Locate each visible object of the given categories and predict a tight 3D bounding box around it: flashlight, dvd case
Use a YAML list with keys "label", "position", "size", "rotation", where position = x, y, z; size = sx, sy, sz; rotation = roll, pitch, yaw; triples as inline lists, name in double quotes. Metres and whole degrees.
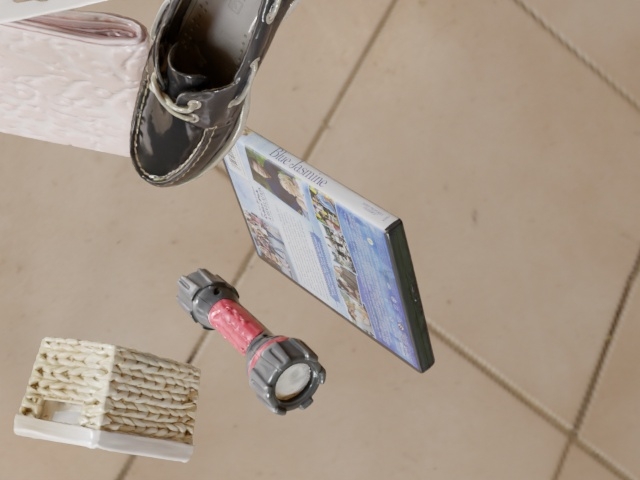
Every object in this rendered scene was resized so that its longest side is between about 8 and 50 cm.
- label: "flashlight"
  position: [-0.114, 0.134, 1.636]
  size: [0.103, 0.304, 0.103]
  rotation: [-16, 124, -31]
- label: "dvd case"
  position: [0.000, 0.000, 1.035]
  size: [0.022, 0.253, 0.180]
  rotation: [-37, 135, -21]

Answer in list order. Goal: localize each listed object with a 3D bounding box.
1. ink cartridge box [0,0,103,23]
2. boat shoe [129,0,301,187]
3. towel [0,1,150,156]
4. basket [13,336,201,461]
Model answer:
- label: "ink cartridge box"
  position: [-0.320, -0.395, 1.231]
  size: [0.207, 0.119, 0.354]
  rotation: [-13, 50, -3]
- label: "boat shoe"
  position: [-0.040, -0.065, 0.400]
  size: [0.046, 0.125, 0.038]
  rotation: [41, 32, 3]
- label: "towel"
  position: [-0.364, -0.207, 1.399]
  size: [0.316, 0.332, 0.054]
  rotation: [11, 72, -5]
- label: "basket"
  position: [-0.211, 0.164, 1.161]
  size: [0.167, 0.113, 0.103]
  rotation: [30, 67, -58]
